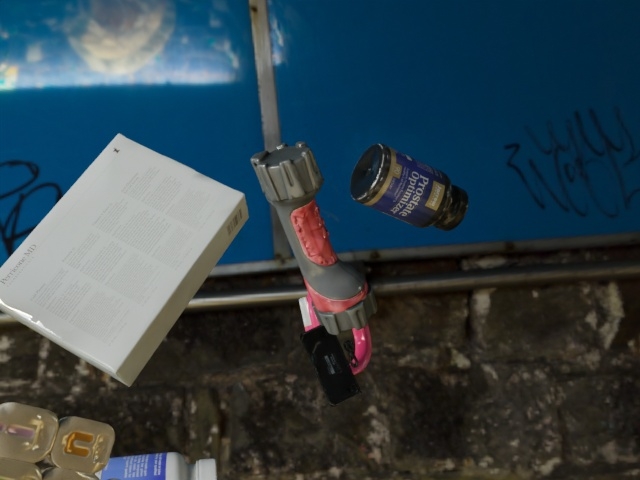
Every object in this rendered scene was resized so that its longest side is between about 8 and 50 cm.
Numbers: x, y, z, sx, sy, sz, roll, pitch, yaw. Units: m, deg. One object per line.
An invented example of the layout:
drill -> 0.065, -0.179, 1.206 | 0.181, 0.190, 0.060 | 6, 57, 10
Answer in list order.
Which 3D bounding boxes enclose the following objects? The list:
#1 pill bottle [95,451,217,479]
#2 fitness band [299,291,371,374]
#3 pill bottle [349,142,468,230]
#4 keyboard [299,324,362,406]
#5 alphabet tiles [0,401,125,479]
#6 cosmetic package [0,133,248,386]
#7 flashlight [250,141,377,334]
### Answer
pill bottle -> -0.333, 0.486, 1.215 | 0.272, 0.152, 0.152 | -3, -18, -10
fitness band -> 0.046, 0.215, 1.694 | 0.054, 0.290, 0.209 | -22, -14, 40
pill bottle -> 0.178, -0.097, 1.260 | 0.219, 0.122, 0.123 | 20, -27, -23
keyboard -> 0.035, 0.276, 1.455 | 0.108, 0.180, 0.023 | -23, -4, -11
alphabet tiles -> -0.322, 0.326, 0.679 | 0.278, 0.284, 0.021 | 27, -25, -36
cosmetic package -> -0.346, 0.020, 1.126 | 0.285, 0.377, 0.097 | 27, -25, 12
flashlight -> 0.000, 0.000, 0.969 | 0.103, 0.304, 0.103 | -26, 30, -12
